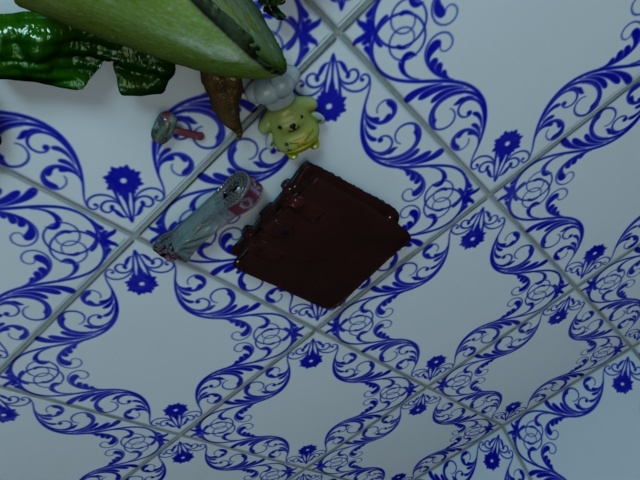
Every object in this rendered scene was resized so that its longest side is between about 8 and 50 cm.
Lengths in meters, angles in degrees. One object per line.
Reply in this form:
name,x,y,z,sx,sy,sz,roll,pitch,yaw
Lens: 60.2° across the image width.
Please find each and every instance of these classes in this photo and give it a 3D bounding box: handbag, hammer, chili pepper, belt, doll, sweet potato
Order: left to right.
chili pepper,-0.315,-0.249,0.722,0.253,0.083,0.099,-1,133,-24
hammer,-0.220,-0.170,0.864,0.083,0.031,0.052,8,132,-38
belt,-0.199,-0.033,0.965,0.232,0.071,0.053,-36,139,16
sweet potato,-0.142,-0.234,0.803,0.060,0.068,0.206,-48,149,-34
doll,-0.055,-0.201,0.864,0.106,0.062,0.162,-28,133,1
handbag,0.001,0.001,1.064,0.275,0.084,0.260,27,121,-35

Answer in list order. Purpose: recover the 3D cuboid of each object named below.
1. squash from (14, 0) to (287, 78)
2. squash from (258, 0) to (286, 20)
squash,-0.155,-0.302,0.616,0.308,0.234,0.210,10,130,-24
squash,-0.027,-0.407,0.630,0.087,0.087,0.331,-1,137,-18
